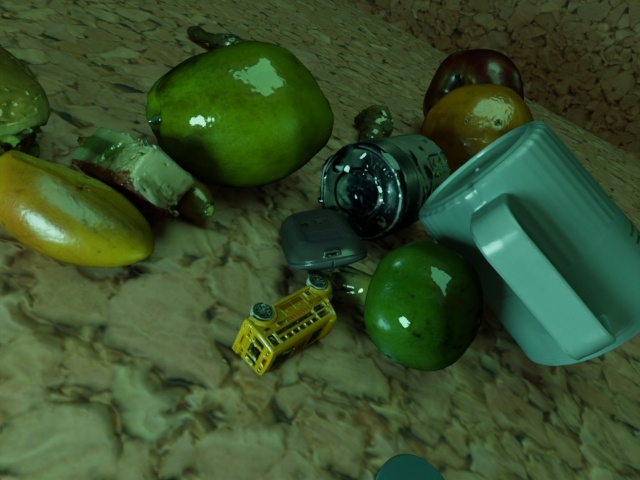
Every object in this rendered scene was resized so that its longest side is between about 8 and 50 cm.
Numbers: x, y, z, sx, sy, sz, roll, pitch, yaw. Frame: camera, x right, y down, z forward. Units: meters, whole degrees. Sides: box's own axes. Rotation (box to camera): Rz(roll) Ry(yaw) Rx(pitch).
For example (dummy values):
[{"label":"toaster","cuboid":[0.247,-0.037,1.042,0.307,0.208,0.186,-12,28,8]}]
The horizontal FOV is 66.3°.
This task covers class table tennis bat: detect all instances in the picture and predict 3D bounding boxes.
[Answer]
[{"label":"table tennis bat","cuboid":[0.101,0.306,0.537,0.100,0.019,0.155,28,33,2]}]

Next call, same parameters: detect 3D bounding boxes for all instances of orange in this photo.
[{"label":"orange","cuboid":[0.386,-0.241,1.191,0.284,0.284,0.226,24,-6,-3]}]

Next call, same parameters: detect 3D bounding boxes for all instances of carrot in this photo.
[{"label":"carrot","cuboid":[-0.276,-0.113,0.802,0.271,0.066,0.062,33,-3,13]}]

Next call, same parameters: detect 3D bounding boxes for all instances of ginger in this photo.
[{"label":"ginger","cuboid":[0.138,-0.286,1.263,0.104,0.080,0.204,-7,35,9]}]

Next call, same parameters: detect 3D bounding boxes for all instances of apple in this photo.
[{"label":"apple","cuboid":[0.447,-0.391,1.419,0.288,0.288,0.317,45,19,25]}]

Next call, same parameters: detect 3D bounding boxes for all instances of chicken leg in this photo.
[{"label":"chicken leg","cuboid":[-0.280,-0.546,1.342,0.198,0.069,0.085,26,33,11]}]

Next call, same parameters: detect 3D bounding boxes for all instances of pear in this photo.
[{"label":"pear","cuboid":[-0.135,-0.218,0.860,0.321,0.269,0.269,-7,46,-22]}]

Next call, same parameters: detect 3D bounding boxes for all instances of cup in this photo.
[{"label":"cup","cuboid":[0.325,0.017,0.778,0.311,0.257,0.331,50,56,-3]}]

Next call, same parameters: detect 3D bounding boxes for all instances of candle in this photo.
[{"label":"candle","cuboid":[0.158,-0.116,0.975,0.187,0.187,0.330,42,36,21]}]

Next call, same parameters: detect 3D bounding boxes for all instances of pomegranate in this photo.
[{"label":"pomegranate","cuboid":[0.119,0.086,0.711,0.225,0.187,0.187,13,29,25]}]

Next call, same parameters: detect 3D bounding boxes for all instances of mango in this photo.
[{"label":"mango","cuboid":[-0.318,-0.031,0.635,0.217,0.102,0.141,27,10,-6]}]

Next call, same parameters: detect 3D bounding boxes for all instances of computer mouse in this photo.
[{"label":"computer mouse","cuboid":[0.000,0.001,0.776,0.120,0.057,0.232,-10,19,-8]}]

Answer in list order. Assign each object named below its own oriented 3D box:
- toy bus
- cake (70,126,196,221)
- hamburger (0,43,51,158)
[{"label":"toy bus","cuboid":[-0.035,0.109,0.655,0.074,0.069,0.162,43,40,21]},{"label":"cake","cuboid":[-0.279,-0.100,0.746,0.220,0.086,0.117,18,-22,44]},{"label":"hamburger","cuboid":[-0.521,-0.192,0.672,0.283,0.144,0.259,45,36,15]}]
